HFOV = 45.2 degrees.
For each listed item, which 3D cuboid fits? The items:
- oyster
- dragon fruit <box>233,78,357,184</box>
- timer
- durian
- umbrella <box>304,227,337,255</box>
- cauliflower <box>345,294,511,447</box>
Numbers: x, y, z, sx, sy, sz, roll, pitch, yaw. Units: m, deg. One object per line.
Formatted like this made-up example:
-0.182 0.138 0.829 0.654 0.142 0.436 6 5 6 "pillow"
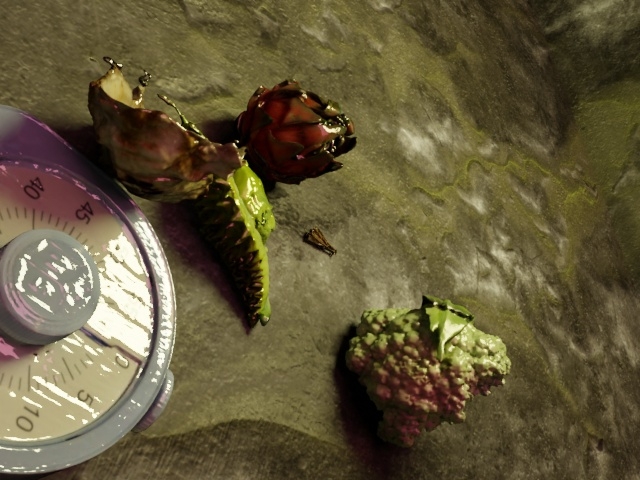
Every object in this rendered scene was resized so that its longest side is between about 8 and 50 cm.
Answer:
-0.217 -0.133 0.948 0.133 0.337 0.198 -48 115 -5 "oyster"
-0.047 -0.173 1.243 0.182 0.188 0.182 25 45 -28 "dragon fruit"
-0.309 0.073 0.805 0.395 0.173 0.395 28 48 -37 "timer"
-0.135 -0.054 1.139 0.132 0.106 0.375 -21 90 -58 "durian"
0.001 0.001 1.329 0.083 0.031 0.020 41 11 -30 "umbrella"
0.185 0.213 1.294 0.315 0.256 0.239 52 22 -68 "cauliflower"
